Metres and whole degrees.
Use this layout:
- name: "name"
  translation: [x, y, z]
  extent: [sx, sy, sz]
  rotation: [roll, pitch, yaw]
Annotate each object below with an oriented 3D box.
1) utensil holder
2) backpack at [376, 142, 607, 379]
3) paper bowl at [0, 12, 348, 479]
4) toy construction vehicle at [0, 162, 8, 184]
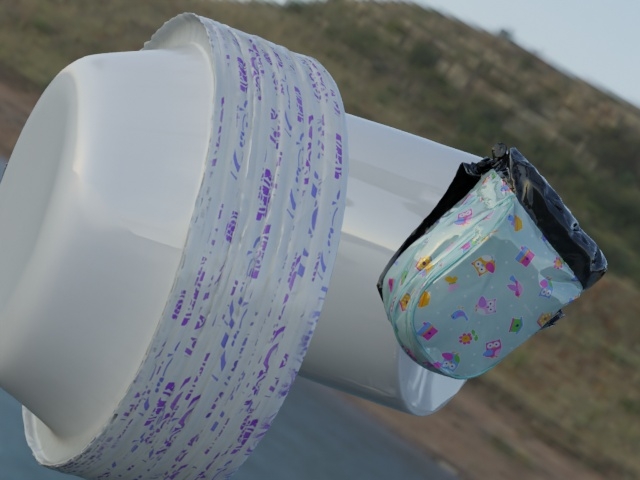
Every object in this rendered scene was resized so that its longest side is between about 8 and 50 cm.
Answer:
- name: "utensil holder"
  translation: [0.000, 0.000, 1.886]
  extent: [0.385, 0.328, 0.327]
  rotation: [18, -6, 26]
- name: "backpack"
  translation: [0.136, 0.029, 1.352]
  extent: [0.152, 0.182, 0.115]
  rotation: [50, 3, -16]
- name: "paper bowl"
  translation: [-0.111, 0.002, 0.956]
  extent: [0.148, 0.284, 0.284]
  rotation: [19, 6, -21]
- name: "toy construction vehicle"
  translation: [-0.257, -0.016, 1.451]
  extent: [0.085, 0.098, 0.035]
  rotation: [14, 41, -16]
